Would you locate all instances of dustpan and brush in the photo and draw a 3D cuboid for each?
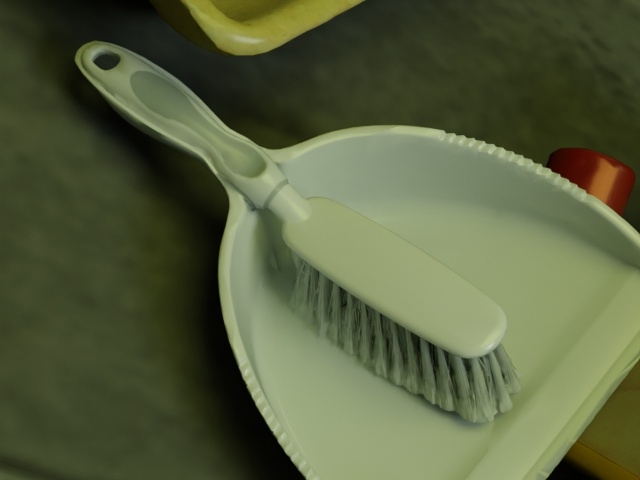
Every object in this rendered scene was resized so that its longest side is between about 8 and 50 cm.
[{"bbox_3d":[0.000,0.000,0.662,0.211,0.060,0.147,33,67,20],"label":"dustpan and brush"}]

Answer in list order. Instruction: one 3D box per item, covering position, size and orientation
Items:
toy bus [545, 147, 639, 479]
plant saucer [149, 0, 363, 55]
[{"bbox_3d":[0.166,0.047,0.704,0.104,0.202,0.191,41,37,-47],"label":"toy bus"},{"bbox_3d":[-0.033,-0.239,0.772,0.332,0.081,0.333,-32,81,-38],"label":"plant saucer"}]
